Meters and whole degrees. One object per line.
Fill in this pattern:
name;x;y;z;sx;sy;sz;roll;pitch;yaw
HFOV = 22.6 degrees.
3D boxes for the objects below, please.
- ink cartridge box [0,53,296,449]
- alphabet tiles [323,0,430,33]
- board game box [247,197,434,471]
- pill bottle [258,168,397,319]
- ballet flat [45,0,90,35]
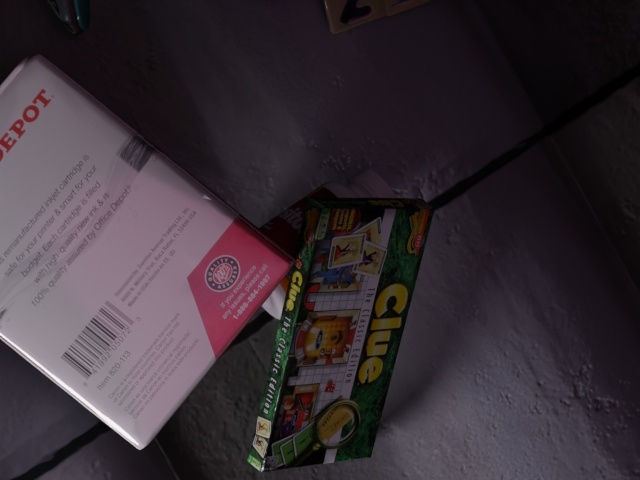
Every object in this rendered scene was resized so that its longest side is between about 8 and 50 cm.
ink cartridge box;-0.194;0.008;1.367;0.283;0.117;0.207;39;86;-2
alphabet tiles;0.053;-0.368;1.459;0.285;0.011;0.343;-21;122;-10
board game box;0.019;0.086;1.469;0.136;0.030;0.260;-3;113;-41
pill bottle;0.000;0.000;1.493;0.152;0.086;0.086;-35;102;-16
ballet flat;-0.241;-0.275;1.420;0.070;0.070;0.188;-2;91;-19
